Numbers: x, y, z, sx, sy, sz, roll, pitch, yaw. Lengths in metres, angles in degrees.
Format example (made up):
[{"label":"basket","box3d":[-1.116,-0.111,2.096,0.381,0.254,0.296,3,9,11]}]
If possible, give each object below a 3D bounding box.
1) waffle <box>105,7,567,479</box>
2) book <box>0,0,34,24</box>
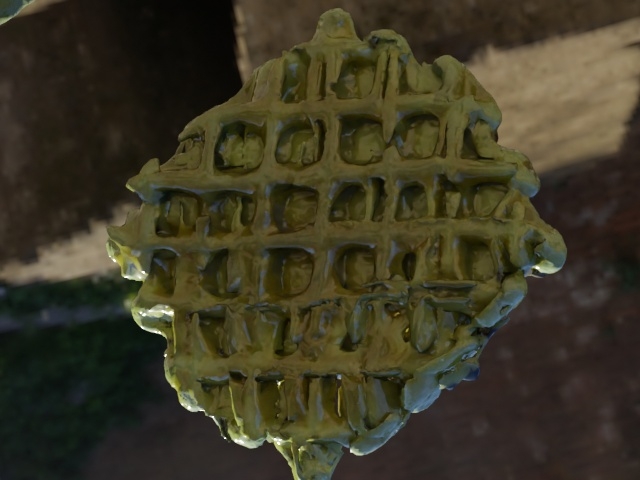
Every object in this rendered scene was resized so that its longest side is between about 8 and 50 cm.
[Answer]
[{"label":"waffle","box3d":[0.000,0.000,1.189,0.317,0.297,0.073,-43,155,8]},{"label":"book","box3d":[-0.089,-0.171,0.322,0.352,0.239,0.035,-33,-153,20]}]
